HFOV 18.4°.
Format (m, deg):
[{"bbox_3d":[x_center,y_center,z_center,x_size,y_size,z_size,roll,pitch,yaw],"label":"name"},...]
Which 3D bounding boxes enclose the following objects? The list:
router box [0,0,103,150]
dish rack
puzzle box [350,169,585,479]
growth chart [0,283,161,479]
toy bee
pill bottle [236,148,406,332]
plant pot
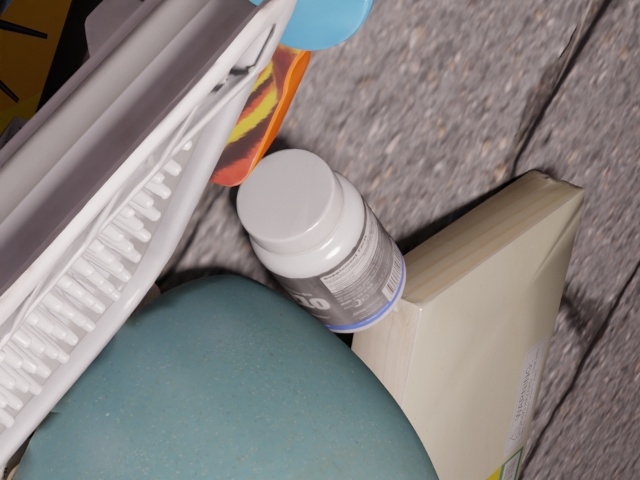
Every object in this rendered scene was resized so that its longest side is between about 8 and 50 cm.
[{"bbox_3d":[-0.163,-0.120,0.959,0.133,0.046,0.179,7,108,-59],"label":"router box"},{"bbox_3d":[-0.146,0.023,0.936,0.285,0.072,0.333,-52,176,-32],"label":"dish rack"},{"bbox_3d":[0.088,0.171,1.541,0.272,0.052,0.409,-32,138,-53],"label":"puzzle box"},{"bbox_3d":[-0.164,0.111,1.168,0.237,0.021,0.172,-10,121,-55],"label":"growth chart"},{"bbox_3d":[-0.025,-0.184,1.056,0.298,0.162,0.195,-53,-178,8],"label":"toy bee"},{"bbox_3d":[0.000,0.000,1.273,0.078,0.078,0.137,-56,149,-11],"label":"pill bottle"},{"bbox_3d":[-0.031,0.192,1.215,0.290,0.195,0.290,-35,138,-39],"label":"plant pot"}]
